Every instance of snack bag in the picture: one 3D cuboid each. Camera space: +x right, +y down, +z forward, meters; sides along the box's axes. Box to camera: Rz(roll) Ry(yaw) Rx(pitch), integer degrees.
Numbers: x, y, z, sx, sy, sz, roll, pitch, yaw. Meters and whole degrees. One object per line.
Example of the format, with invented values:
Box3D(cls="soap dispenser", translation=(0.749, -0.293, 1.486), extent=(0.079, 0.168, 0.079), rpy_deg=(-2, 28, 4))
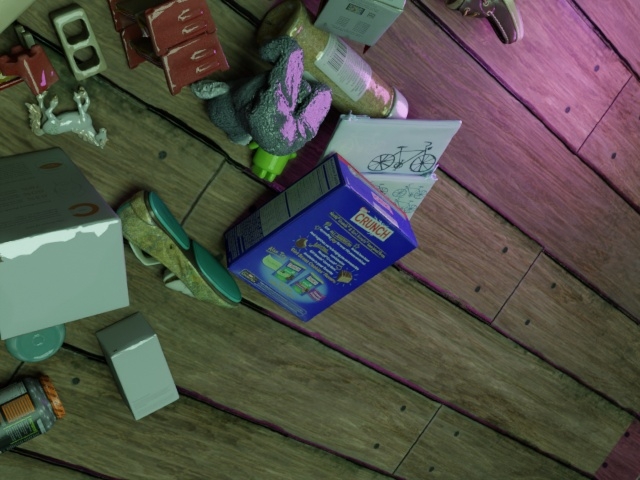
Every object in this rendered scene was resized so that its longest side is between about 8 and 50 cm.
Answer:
Box3D(cls="snack bag", translation=(0.121, -0.140, 2.003), extent=(0.323, 0.037, 0.342), rpy_deg=(-2, 141, -31))

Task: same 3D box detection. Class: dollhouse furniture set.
Box3D(cls="dollhouse furniture set", translation=(-0.376, -0.311, 1.581), extent=(0.374, 0.201, 0.152), rpy_deg=(-28, 126, -18))

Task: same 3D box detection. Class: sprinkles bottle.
Box3D(cls="sprinkles bottle", translation=(0.031, -0.339, 1.876), extent=(0.355, 0.121, 0.121), rpy_deg=(36, 92, -39))

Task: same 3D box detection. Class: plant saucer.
Box3D(cls="plant saucer", translation=(-0.561, 0.194, 1.840), extent=(0.119, 0.021, 0.119), rpy_deg=(-14, 120, -26))

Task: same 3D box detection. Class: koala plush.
Box3D(cls="koala plush", translation=(-0.130, -0.255, 1.768), extent=(0.196, 0.221, 0.203), rpy_deg=(51, 52, -46))

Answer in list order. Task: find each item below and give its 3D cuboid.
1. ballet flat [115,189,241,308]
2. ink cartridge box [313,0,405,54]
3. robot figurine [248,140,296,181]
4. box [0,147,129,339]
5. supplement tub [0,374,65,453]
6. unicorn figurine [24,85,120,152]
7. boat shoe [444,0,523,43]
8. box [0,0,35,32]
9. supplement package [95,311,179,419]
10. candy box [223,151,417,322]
Box3D(cls="ballet flat", translation=(-0.294, 0.036, 1.881), extent=(0.123, 0.123, 0.348), rpy_deg=(-43, 129, -6))
Box3D(cls="ink cartridge box", translation=(0.097, -0.536, 1.718), extent=(0.130, 0.272, 0.309), rpy_deg=(18, 80, -9))
Box3D(cls="robot figurine", translation=(-0.096, -0.181, 1.911), extent=(0.101, 0.067, 0.115), rpy_deg=(18, 103, -38))
Box3D(cls="box", translation=(-0.487, -0.009, 1.574), extent=(0.215, 0.345, 0.168), rpy_deg=(-15, 121, -25))
Box3D(cls="supplement tub", translation=(-0.609, 0.346, 1.827), extent=(0.190, 0.117, 0.117), rpy_deg=(-24, 124, -20))
Box3D(cls="unicorn figurine", translation=(-0.448, -0.220, 1.682), extent=(0.162, 0.060, 0.111), rpy_deg=(-3, 117, -13))
Box3D(cls="boat shoe", translation=(0.315, -0.534, 1.968), extent=(0.123, 0.123, 0.342), rpy_deg=(-37, 129, 7))
Box3D(cls="box", translation=(-0.505, -0.441, 1.470), extent=(0.311, 0.148, 0.121), rpy_deg=(-44, 130, -4))
Box3D(cls="supplement package", translation=(-0.381, 0.261, 1.935), extent=(0.105, 0.105, 0.179), rpy_deg=(-26, 126, -19))
Box3D(cls="candy box", translation=(0.000, 0.000, 1.961), extent=(0.317, 0.122, 0.268), rpy_deg=(-34, 133, 20))
